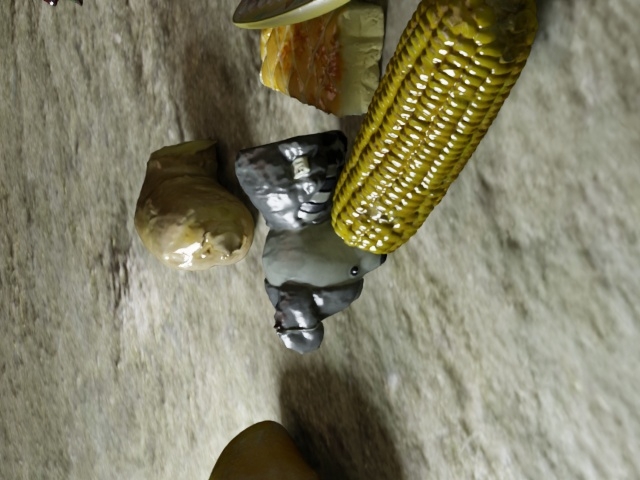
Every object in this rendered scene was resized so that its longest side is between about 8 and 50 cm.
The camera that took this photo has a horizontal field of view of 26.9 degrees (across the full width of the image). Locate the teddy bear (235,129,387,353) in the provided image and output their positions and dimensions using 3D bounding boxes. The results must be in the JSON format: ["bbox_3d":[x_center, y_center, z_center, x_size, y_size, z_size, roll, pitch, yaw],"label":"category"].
[{"bbox_3d":[-0.002,-0.017,1.519,0.171,0.144,0.251,-80,-22,-69],"label":"teddy bear"}]

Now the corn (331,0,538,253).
[{"bbox_3d":[0.103,-0.122,1.306,0.120,0.120,0.363,64,144,29],"label":"corn"}]

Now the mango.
[{"bbox_3d":[-0.049,0.376,1.619,0.384,0.198,0.222,-110,22,-44],"label":"mango"}]

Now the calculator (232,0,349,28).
[{"bbox_3d":[-0.010,-0.295,1.464,0.236,0.033,0.157,-1,54,53],"label":"calculator"}]

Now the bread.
[{"bbox_3d":[-0.004,-0.219,1.521,0.188,0.068,0.126,31,122,54],"label":"bread"}]

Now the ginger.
[{"bbox_3d":[-0.178,-0.040,1.801,0.267,0.138,0.152,60,139,42],"label":"ginger"}]

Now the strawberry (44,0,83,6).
[{"bbox_3d":[-0.367,-0.499,1.947,0.292,0.310,0.292,44,164,16],"label":"strawberry"}]
